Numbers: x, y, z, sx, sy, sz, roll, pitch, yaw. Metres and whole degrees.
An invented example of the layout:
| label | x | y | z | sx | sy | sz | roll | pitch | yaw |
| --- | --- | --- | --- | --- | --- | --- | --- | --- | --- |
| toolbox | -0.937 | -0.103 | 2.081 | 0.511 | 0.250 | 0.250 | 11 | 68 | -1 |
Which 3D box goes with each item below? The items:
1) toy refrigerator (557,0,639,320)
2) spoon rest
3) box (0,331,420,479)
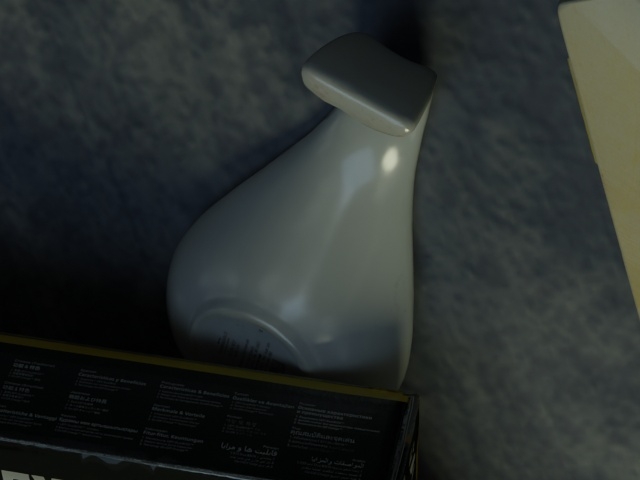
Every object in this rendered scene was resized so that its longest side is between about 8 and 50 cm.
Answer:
| label | x | y | z | sx | sy | sz | roll | pitch | yaw |
| --- | --- | --- | --- | --- | --- | --- | --- | --- | --- |
| toy refrigerator | 0.182 | -0.001 | 0.783 | 0.094 | 0.102 | 0.269 | -5 | 116 | 28 |
| spoon rest | 0.000 | 0.000 | 0.896 | 0.137 | 0.084 | 0.276 | 31 | 140 | 7 |
| box | -0.111 | 0.166 | 0.973 | 0.322 | 0.079 | 0.257 | 7 | 133 | 10 |
